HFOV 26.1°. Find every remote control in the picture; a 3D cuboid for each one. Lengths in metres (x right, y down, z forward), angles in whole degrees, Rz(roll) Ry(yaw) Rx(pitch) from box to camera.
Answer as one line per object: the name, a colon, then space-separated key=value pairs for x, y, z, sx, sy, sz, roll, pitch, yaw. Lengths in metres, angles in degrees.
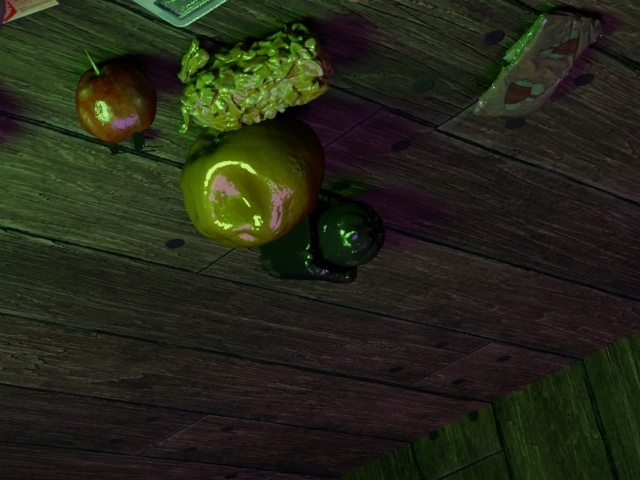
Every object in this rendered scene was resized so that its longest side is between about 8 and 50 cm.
remote control: x=-0.233 y=-0.366 z=1.863 sx=0.103 sy=0.034 sz=0.250 roll=-26 pitch=151 yaw=26

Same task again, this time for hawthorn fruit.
hawthorn fruit: x=-0.307 y=-0.207 z=2.053 sx=0.125 sy=0.125 sz=0.140 roll=-16 pitch=155 yaw=8

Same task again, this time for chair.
chair: x=-0.300 y=-0.161 z=2.241 sx=0.086 sy=0.037 sz=0.042 roll=-3 pitch=165 yaw=-27

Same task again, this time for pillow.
pillow: x=0.354 y=-0.289 z=2.258 sx=0.135 sy=0.049 sz=0.248 roll=1 pitch=147 yaw=-27

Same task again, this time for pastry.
pastry: x=-0.108 y=-0.244 z=2.084 sx=0.250 sy=0.102 sz=0.154 roll=-17 pitch=152 yaw=12

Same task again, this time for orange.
orange: x=-0.115 y=-0.117 z=2.223 sx=0.249 sy=0.249 sz=0.183 roll=-22 pitch=122 yaw=19

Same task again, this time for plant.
plant: x=0.000 y=0.000 z=2.563 sx=0.256 sy=0.164 sz=0.142 roll=-18 pitch=156 yaw=37

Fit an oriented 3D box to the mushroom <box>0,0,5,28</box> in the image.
mushroom: x=-0.523 y=-0.245 z=1.676 sx=0.353 sy=0.353 sz=0.325 roll=13 pitch=160 yaw=-41

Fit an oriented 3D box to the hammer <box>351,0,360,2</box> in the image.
hammer: x=0.061 y=-0.373 z=1.967 sx=0.043 sy=0.043 sz=0.083 roll=3 pitch=149 yaw=-28

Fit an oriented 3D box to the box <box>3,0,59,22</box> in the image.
box: x=-0.411 y=-0.328 z=1.884 sx=0.093 sy=0.015 sz=0.058 roll=-17 pitch=155 yaw=8
